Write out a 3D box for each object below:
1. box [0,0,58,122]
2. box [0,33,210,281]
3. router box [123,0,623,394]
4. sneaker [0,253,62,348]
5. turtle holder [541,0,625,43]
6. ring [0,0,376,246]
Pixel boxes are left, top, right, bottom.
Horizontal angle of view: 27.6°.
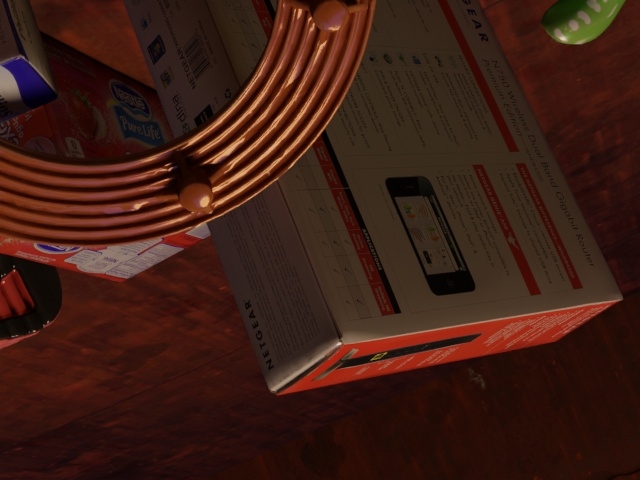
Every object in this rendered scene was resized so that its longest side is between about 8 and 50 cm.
[{"bbox_3d":[-0.251,-0.127,0.815,0.137,0.126,0.072,-22,161,3],"label":"box"},{"bbox_3d":[-0.198,-0.060,1.071,0.128,0.123,0.257,-28,161,18],"label":"box"},{"bbox_3d":[0.041,-0.071,0.962,0.301,0.336,0.082,-4,154,-43],"label":"router box"},{"bbox_3d":[-0.386,0.101,1.245,0.136,0.116,0.314,-18,-172,34],"label":"sneaker"},{"bbox_3d":[0.213,-0.265,0.770,0.320,0.243,0.227,2,135,-33],"label":"turtle holder"},{"bbox_3d":[-0.130,-0.140,0.730,0.336,0.032,0.337,-5,121,-8],"label":"ring"}]
